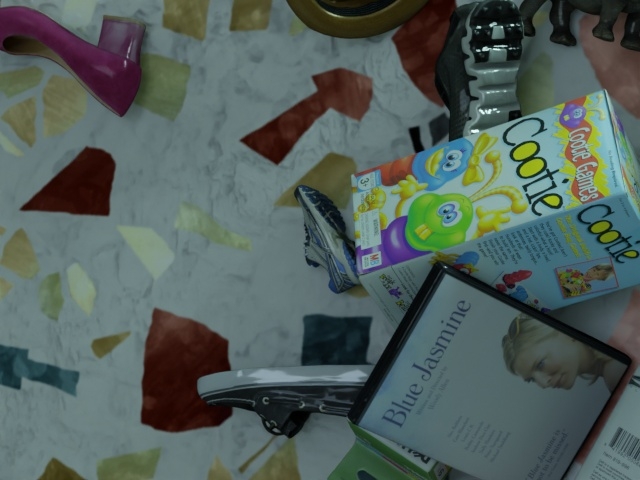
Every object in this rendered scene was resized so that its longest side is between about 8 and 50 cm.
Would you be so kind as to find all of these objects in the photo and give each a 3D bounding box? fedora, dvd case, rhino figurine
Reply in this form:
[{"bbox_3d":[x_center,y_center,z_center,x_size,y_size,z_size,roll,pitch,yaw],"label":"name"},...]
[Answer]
[{"bbox_3d":[0.044,-0.317,1.983,0.194,0.194,0.079,-43,31,15],"label":"fedora"},{"bbox_3d":[0.171,0.146,1.802,0.180,0.253,0.022,-60,26,7],"label":"dvd case"},{"bbox_3d":[0.311,-0.251,1.846,0.243,0.073,0.106,10,88,41],"label":"rhino figurine"}]

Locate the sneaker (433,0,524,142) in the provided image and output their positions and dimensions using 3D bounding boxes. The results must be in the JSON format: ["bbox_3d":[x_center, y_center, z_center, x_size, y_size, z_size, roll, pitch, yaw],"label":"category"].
[{"bbox_3d":[0.165,-0.146,1.925,0.106,0.078,0.234,-146,55,-65],"label":"sneaker"}]

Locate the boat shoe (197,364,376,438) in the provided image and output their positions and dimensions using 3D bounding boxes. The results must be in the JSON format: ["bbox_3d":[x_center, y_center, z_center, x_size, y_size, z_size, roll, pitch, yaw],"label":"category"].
[{"bbox_3d":[-0.029,0.178,1.977,0.228,0.080,0.076,-4,80,18],"label":"boat shoe"}]

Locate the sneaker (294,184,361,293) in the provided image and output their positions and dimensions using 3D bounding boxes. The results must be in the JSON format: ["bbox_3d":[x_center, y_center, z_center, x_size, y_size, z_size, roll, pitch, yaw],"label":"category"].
[{"bbox_3d":[0.000,0.000,1.998,0.058,0.052,0.135,-39,68,21],"label":"sneaker"}]

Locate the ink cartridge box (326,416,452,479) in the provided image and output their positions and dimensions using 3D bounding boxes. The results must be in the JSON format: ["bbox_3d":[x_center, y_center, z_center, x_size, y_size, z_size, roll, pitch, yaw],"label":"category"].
[{"bbox_3d":[0.101,0.183,1.875,0.109,0.062,0.209,32,75,26],"label":"ink cartridge box"}]

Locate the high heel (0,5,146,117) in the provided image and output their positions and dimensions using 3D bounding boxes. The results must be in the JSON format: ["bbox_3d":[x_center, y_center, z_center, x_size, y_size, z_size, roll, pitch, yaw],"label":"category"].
[{"bbox_3d":[-0.326,-0.211,2.171,0.244,0.082,0.117,7,76,14],"label":"high heel"}]

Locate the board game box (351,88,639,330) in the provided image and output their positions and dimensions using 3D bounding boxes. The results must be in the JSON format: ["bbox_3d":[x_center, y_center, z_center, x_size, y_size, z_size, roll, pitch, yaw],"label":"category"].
[{"bbox_3d":[0.186,-0.017,1.818,0.275,0.144,0.142,-18,47,17],"label":"board game box"}]

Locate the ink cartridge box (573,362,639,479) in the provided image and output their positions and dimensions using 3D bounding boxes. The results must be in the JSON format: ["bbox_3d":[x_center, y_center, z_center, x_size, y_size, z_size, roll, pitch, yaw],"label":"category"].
[{"bbox_3d":[0.368,0.187,1.769,0.153,0.087,0.208,32,98,26],"label":"ink cartridge box"}]
